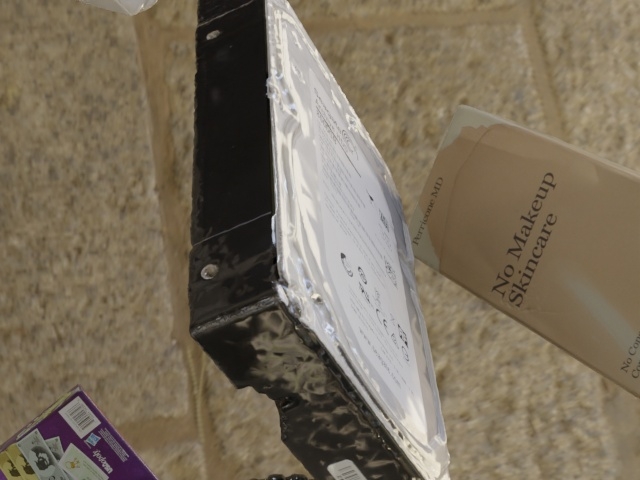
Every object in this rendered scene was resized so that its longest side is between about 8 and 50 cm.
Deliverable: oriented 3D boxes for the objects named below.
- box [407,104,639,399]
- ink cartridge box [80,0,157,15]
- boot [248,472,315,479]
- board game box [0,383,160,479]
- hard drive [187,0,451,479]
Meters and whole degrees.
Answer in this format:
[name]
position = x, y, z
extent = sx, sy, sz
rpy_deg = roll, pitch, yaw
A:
[box]
position = 0.215, 0.009, 0.929
extent = 0.121, 0.311, 0.148
rpy_deg = 15, 100, -36
[ink cartridge box]
position = -0.176, -0.317, 0.776
extent = 0.117, 0.283, 0.207
rpy_deg = 25, 76, 40
[boot]
position = -0.090, 0.273, 0.946
extent = 0.348, 0.260, 0.131
rpy_deg = -12, 75, -4
[board game box]
position = -0.216, 0.342, 1.197
extent = 0.208, 0.056, 0.346
rpy_deg = -39, 100, -12
[hard drive]
position = 0.000, 0.000, 0.781
extent = 0.064, 0.237, 0.339
rpy_deg = -23, 38, 14
